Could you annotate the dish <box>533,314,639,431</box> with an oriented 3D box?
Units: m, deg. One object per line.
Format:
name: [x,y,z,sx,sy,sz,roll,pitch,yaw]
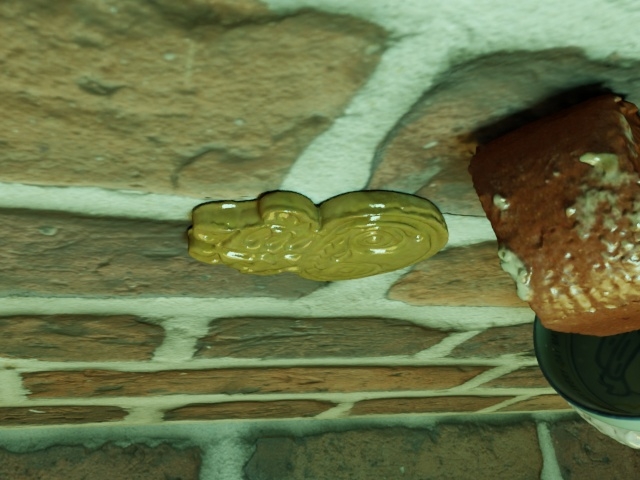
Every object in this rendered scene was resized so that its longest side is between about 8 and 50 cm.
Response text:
dish: [0.378,0.094,0.773,0.273,0.273,0.134,-24,127,38]

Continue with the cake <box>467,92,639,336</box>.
cake: [0.257,-0.007,0.663,0.151,0.177,0.283,-20,155,33]

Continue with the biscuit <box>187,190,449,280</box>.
biscuit: [0.000,0.001,0.808,0.288,0.044,0.202,2,157,-22]

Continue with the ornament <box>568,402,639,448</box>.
ornament: [0.430,0.136,0.954,0.259,0.259,0.225,-4,119,-2]
